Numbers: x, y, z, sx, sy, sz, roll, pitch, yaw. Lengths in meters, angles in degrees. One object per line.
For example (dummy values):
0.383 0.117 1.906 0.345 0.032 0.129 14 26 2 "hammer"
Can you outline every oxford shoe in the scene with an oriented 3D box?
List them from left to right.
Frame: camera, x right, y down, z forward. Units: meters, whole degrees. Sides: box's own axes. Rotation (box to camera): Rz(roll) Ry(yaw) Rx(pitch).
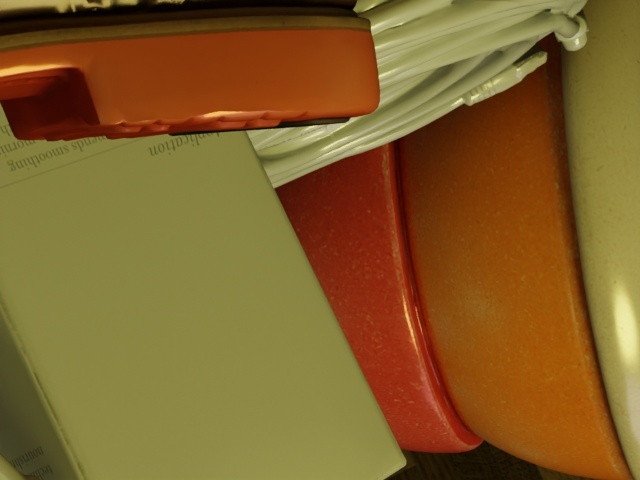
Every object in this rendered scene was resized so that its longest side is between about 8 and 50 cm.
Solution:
-0.112 -0.071 0.433 0.271 0.098 0.097 -3 -178 -33 "oxford shoe"

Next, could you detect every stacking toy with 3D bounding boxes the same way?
0.000 0.000 1.199 0.480 0.350 0.350 -7 -178 17 "stacking toy"

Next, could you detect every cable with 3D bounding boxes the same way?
-0.001 -0.089 0.865 0.257 0.089 0.257 -24 176 -1 "cable"

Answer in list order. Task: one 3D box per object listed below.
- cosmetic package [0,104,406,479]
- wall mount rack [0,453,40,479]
-0.122 0.037 0.746 0.138 0.224 0.224 -22 176 -42 "cosmetic package"
-0.254 0.067 0.572 0.350 0.130 0.304 -27 156 31 "wall mount rack"
